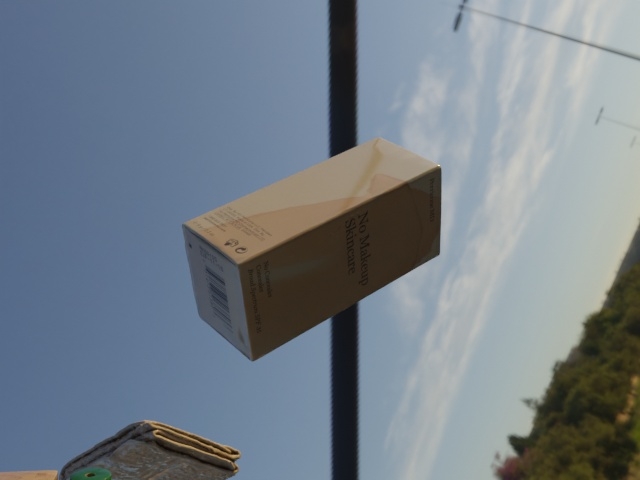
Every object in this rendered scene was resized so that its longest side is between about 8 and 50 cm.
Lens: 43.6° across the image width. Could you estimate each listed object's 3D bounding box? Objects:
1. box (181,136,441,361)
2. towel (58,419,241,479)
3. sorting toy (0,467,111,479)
[{"bbox_3d":[0.000,0.000,0.986,0.311,0.121,0.148,-28,-50,-29],"label":"box"},{"bbox_3d":[-0.276,0.369,1.284,0.282,0.187,0.049,-35,38,39],"label":"towel"},{"bbox_3d":[-0.369,0.295,0.856,0.132,0.274,0.046,-149,59,-79],"label":"sorting toy"}]
